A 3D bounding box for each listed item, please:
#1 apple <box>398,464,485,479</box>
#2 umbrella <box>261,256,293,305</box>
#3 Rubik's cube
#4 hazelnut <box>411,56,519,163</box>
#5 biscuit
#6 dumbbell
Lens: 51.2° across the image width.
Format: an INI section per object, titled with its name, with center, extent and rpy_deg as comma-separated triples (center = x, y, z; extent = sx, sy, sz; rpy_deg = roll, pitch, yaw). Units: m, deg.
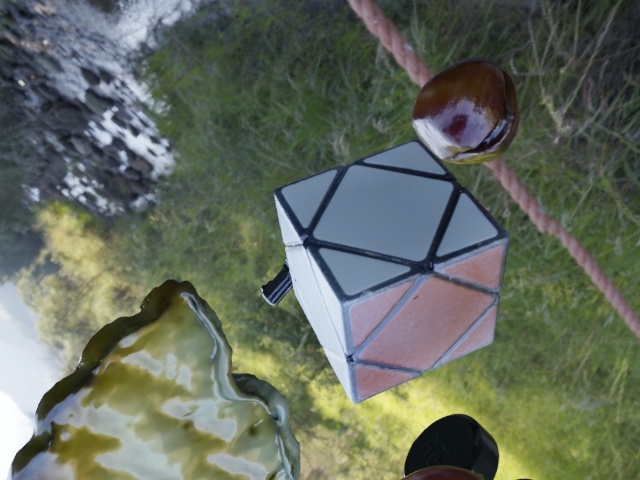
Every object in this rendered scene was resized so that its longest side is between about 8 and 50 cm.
[apple]
center = 0.148, 0.446, 0.937
extent = 0.242, 0.241, 0.242
rpy_deg = 165, 90, -71
[umbrella]
center = 0.001, 0.001, 1.010
extent = 0.052, 0.250, 0.053
rpy_deg = 35, -169, -29
[Rubik's cube]
center = 0.081, 0.034, 0.817
extent = 0.205, 0.207, 0.205
rpy_deg = 80, 163, -47
[hazelnut]
center = 0.247, -0.214, 1.114
extent = 0.204, 0.178, 0.178
rpy_deg = 17, -177, -43
[biscuit]
center = -0.127, 0.200, 0.632
extent = 0.329, 0.335, 0.078
rpy_deg = 2, -172, -41
[dumbbell]
center = 0.343, 0.531, 1.385
extent = 0.322, 0.204, 0.204
rpy_deg = 44, 164, -17
